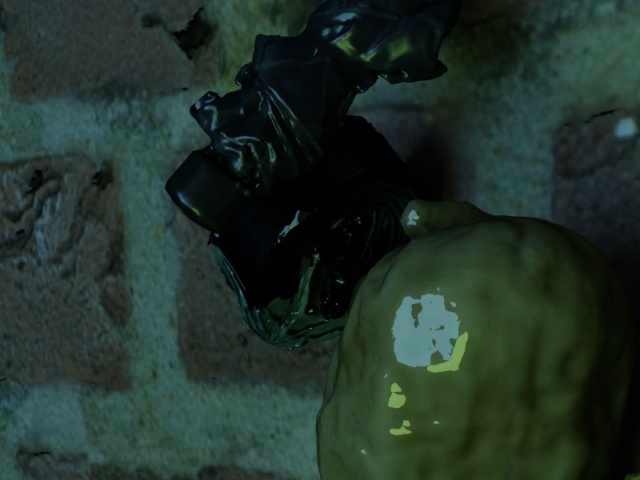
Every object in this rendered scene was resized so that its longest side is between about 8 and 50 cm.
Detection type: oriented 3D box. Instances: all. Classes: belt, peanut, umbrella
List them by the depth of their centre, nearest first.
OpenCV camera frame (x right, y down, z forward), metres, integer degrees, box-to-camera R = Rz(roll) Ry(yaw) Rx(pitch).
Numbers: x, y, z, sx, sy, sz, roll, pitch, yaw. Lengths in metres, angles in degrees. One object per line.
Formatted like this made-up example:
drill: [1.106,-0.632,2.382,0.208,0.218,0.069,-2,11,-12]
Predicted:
peanut: [0.068,0.115,0.862,0.143,0.159,0.291,6,111,6]
umbrella: [0.015,-0.090,0.891,0.224,0.071,0.080,-48,42,-6]
belt: [0.000,0.000,0.956,0.058,0.105,0.140,59,149,32]

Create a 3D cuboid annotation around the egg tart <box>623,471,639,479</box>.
egg tart: [0.189,0.193,0.737,0.241,0.106,0.241,5,97,46]
